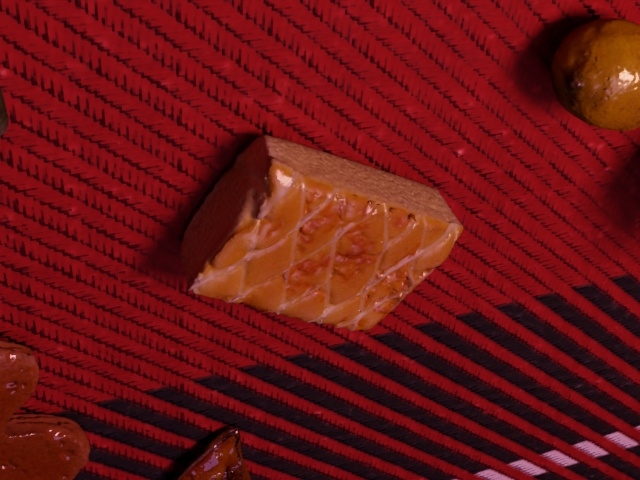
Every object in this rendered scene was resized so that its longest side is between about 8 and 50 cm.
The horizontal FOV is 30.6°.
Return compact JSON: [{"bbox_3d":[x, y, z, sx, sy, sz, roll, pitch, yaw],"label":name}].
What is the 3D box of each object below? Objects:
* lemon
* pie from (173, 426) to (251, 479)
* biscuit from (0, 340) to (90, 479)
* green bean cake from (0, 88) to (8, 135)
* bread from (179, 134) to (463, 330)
[{"bbox_3d":[0.219,-0.122,0.868,0.111,0.082,0.082,9,127,-40],"label":"lemon"},{"bbox_3d":[-0.098,0.249,1.112,0.088,0.033,0.191,-19,139,-5],"label":"pie"},{"bbox_3d":[-0.266,0.142,0.906,0.186,0.036,0.192,-6,134,-27],"label":"biscuit"},{"bbox_3d":[-0.271,-0.097,0.582,0.185,0.094,0.183,-19,160,-4],"label":"green bean cake"},{"bbox_3d":[-0.001,0.000,0.880,0.188,0.068,0.125,16,123,-39],"label":"bread"}]
